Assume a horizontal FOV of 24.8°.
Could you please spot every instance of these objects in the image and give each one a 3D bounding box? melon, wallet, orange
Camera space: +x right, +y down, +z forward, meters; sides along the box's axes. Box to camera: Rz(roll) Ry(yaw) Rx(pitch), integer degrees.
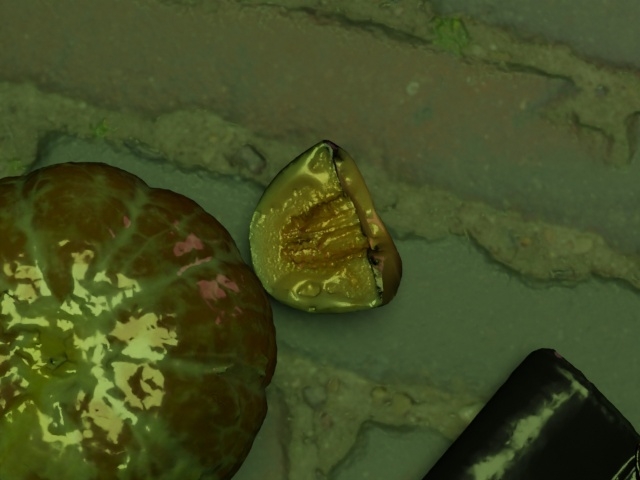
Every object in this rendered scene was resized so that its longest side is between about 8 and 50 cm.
[{"bbox_3d":[0.000,0.000,1.335,0.128,0.079,0.160,-20,80,7],"label":"melon"},{"bbox_3d":[0.146,0.310,1.278,0.228,0.062,0.406,43,75,4],"label":"wallet"},{"bbox_3d":[-0.201,0.099,1.192,0.329,0.249,0.329,1,73,-4],"label":"orange"}]

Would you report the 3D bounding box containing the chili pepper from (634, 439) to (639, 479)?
[{"bbox_3d":[0.267,0.299,1.252,0.051,0.059,0.267,2,88,20],"label":"chili pepper"}]
